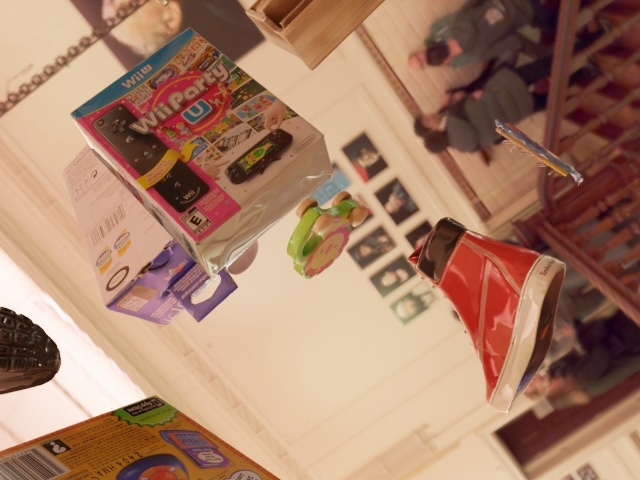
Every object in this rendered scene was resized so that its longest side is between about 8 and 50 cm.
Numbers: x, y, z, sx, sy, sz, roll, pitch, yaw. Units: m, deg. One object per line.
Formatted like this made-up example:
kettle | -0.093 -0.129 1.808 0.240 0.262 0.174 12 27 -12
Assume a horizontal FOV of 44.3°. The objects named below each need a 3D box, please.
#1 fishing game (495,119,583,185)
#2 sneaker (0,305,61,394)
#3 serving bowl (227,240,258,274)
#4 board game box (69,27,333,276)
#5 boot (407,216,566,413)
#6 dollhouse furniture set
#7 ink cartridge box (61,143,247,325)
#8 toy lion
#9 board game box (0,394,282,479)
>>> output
fishing game | 0.382 -0.151 1.393 0.189 0.041 0.264 35 -163 4
sneaker | -0.425 0.145 0.849 0.109 0.286 0.130 -97 9 -57
serving bowl | -0.156 0.023 1.490 0.027 0.083 0.083 29 173 30
board game box | -0.167 -0.132 1.091 0.303 0.224 0.097 42 164 28
boot | 0.182 0.087 0.935 0.176 0.088 0.244 25 136 28
dollhouse furniture set | -0.067 -0.286 0.692 0.242 0.212 0.161 44 -177 -28
ink cartridge box | -0.268 -0.048 1.343 0.151 0.270 0.395 27 -153 -49
toy lion | 0.000 0.000 0.780 0.034 0.096 0.100 41 -152 22
board game box | -0.256 0.482 1.045 0.356 0.356 0.356 27 -164 25
